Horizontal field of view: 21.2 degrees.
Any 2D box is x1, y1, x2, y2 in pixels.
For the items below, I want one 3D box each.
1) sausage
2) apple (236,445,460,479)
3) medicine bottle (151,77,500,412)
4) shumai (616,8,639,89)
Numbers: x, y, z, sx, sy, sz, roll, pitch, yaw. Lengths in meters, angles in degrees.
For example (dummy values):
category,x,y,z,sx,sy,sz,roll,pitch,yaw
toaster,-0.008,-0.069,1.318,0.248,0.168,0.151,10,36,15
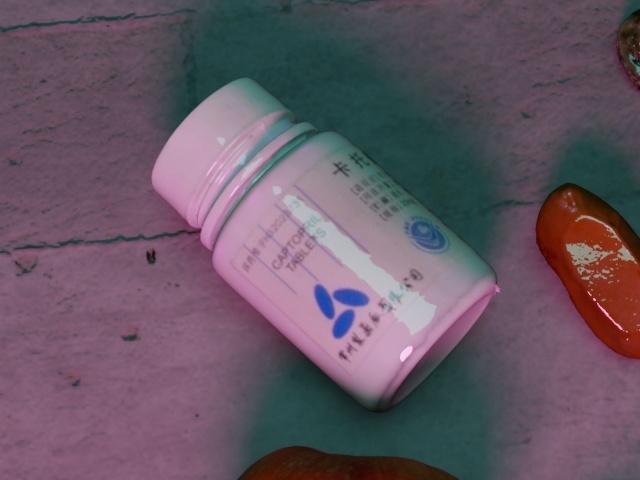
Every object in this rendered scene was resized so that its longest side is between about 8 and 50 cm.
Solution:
category,x,y,z,sx,sy,sz,roll,pitch,yaw
sausage,0.259,0.030,1.541,0.089,0.089,0.179,-36,85,-11
apple,0.021,0.294,1.379,0.242,0.242,0.241,11,74,4
medicine bottle,0.000,0.000,1.506,0.293,0.170,0.170,42,77,14
shumai,0.343,-0.188,1.608,0.124,0.087,0.099,2,74,2
